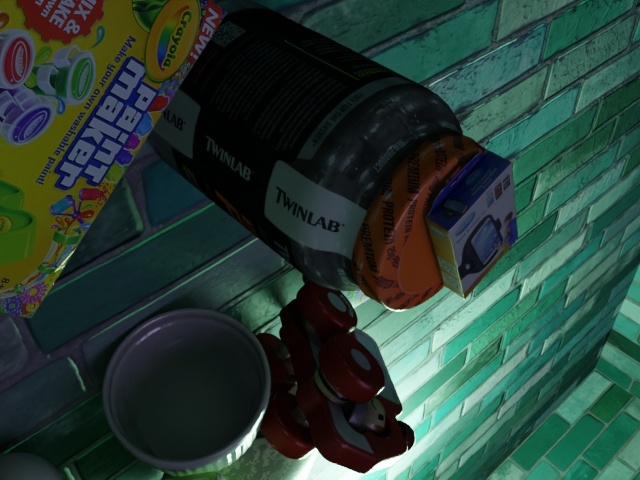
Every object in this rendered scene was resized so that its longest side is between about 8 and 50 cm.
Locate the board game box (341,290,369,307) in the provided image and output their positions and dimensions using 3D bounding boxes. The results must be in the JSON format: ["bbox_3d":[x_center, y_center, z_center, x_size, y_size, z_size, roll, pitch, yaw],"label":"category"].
[{"bbox_3d":[0.078,0.016,1.161,0.160,0.039,0.212,-27,139,-35],"label":"board game box"}]

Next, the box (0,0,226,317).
[{"bbox_3d":[-0.272,-0.133,0.467,0.290,0.177,0.279,-56,148,5],"label":"box"}]

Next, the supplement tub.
[{"bbox_3d":[-0.007,-0.090,0.684,0.207,0.338,0.207,-31,140,-30],"label":"supplement tub"}]

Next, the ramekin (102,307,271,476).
[{"bbox_3d":[-0.166,0.201,0.890,0.207,0.207,0.109,-37,154,-24],"label":"ramekin"}]

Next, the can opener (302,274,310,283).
[{"bbox_3d":[0.000,0.000,1.040,0.073,0.059,0.186,-58,169,-46],"label":"can opener"}]

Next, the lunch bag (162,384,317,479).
[{"bbox_3d":[-0.140,0.344,1.078,0.287,0.169,0.235,-7,126,-54],"label":"lunch bag"}]

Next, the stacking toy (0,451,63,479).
[{"bbox_3d":[-0.411,0.311,0.646,0.351,0.350,0.480,-60,162,10],"label":"stacking toy"}]

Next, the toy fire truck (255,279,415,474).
[{"bbox_3d":[0.039,0.217,1.047,0.253,0.302,0.169,31,112,-34],"label":"toy fire truck"}]

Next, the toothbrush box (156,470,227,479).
[{"bbox_3d":[-0.215,0.413,0.875,0.283,0.122,0.206,-13,130,17],"label":"toothbrush box"}]

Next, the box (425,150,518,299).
[{"bbox_3d":[0.132,-0.014,0.589,0.081,0.028,0.136,-46,148,-12],"label":"box"}]
